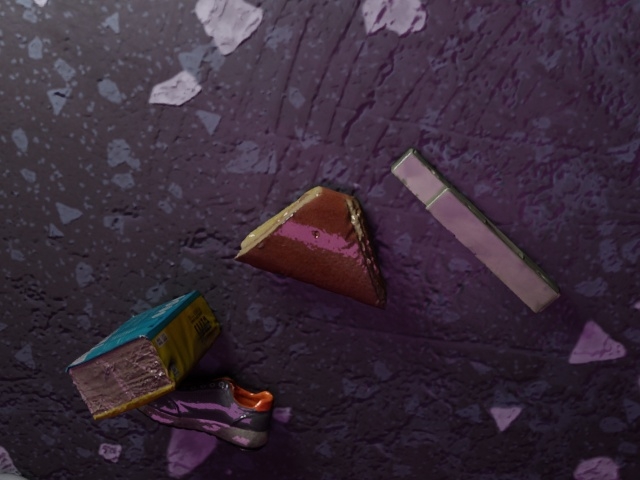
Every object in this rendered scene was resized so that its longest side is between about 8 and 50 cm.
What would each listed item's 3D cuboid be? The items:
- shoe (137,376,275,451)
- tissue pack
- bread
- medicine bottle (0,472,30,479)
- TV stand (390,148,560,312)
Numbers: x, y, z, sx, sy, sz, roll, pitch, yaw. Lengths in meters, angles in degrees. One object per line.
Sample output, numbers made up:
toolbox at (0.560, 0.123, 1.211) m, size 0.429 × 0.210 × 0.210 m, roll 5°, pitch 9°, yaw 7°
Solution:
shoe at (-0.151, 0.210, 0.880) m, size 0.195 × 0.074 × 0.077 m, roll 21°, pitch 98°, yaw -2°
tissue pack at (-0.204, 0.135, 0.806) m, size 0.120 × 0.169 × 0.082 m, roll -24°, pitch 98°, yaw 14°
bread at (0.000, 0.000, 0.787) m, size 0.193 × 0.067 × 0.119 m, roll 16°, pitch 109°, yaw 2°
medicine bottle at (-0.480, 0.437, 0.916) m, size 0.135 × 0.215 × 0.135 m, roll 2°, pitch 108°, yaw 8°
TV stand at (0.182, -0.009, 0.773) m, size 0.249 × 0.042 × 0.036 m, roll 43°, pitch 112°, yaw -7°
